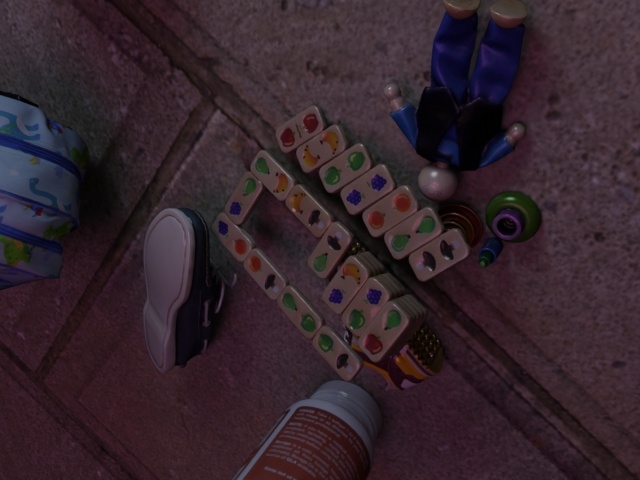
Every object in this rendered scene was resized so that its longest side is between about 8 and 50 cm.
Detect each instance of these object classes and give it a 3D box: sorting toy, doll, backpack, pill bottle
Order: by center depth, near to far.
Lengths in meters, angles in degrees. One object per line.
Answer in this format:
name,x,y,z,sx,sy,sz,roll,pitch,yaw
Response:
doll,0.116,-0.116,0.636,0.129,0.046,0.189,16,130,11
sorting toy,0.151,-0.006,0.681,0.102,0.042,0.061,-9,111,33
pill bottle,-0.014,0.254,0.811,0.121,0.216,0.121,14,123,23
backpack,-0.434,-0.051,0.855,0.356,0.273,0.290,-22,148,21

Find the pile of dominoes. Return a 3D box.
pile of dominoes,0.000,0.000,0.712,0.251,0.040,0.196,45,118,23

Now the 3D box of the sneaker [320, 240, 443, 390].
sneaker,0.044,0.083,0.775,0.084,0.069,0.185,-35,95,33

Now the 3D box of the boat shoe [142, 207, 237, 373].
boat shoe,-0.154,0.059,0.860,0.095,0.079,0.254,46,139,35
